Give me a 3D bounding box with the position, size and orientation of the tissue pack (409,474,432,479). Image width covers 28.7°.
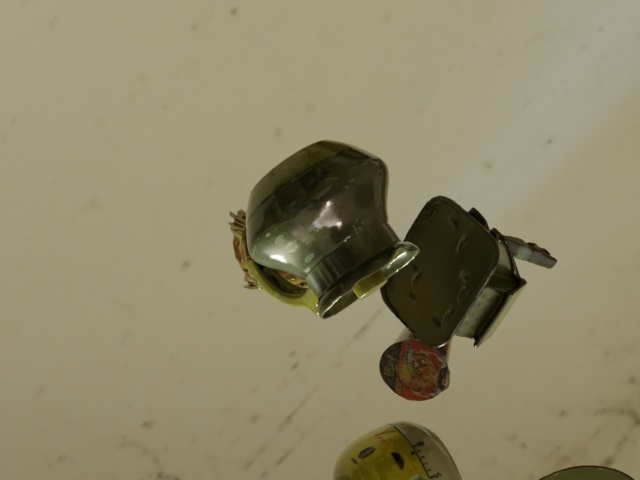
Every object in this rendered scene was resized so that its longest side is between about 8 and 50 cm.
[{"bbox_3d":[0.191,0.505,1.757,0.228,0.128,0.311,34,-147,-52],"label":"tissue pack"}]

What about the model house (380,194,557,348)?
[{"bbox_3d":[0.283,0.078,2.141,0.278,0.218,0.205,17,-157,-41],"label":"model house"}]

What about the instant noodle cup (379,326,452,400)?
[{"bbox_3d":[0.179,0.196,2.210,0.127,0.127,0.136,40,-149,-4],"label":"instant noodle cup"}]

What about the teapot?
[{"bbox_3d":[0.000,0.000,1.002,0.130,0.166,0.119,-25,-104,-43],"label":"teapot"}]

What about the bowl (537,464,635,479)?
[{"bbox_3d":[0.354,0.429,1.665,0.126,0.237,0.238,54,-167,-34],"label":"bowl"}]

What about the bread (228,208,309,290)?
[{"bbox_3d":[-0.016,-0.003,1.987,0.241,0.136,0.107,-14,-171,-17],"label":"bread"}]

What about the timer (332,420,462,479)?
[{"bbox_3d":[0.100,0.471,2.208,0.285,0.285,0.285,34,-157,-17],"label":"timer"}]
